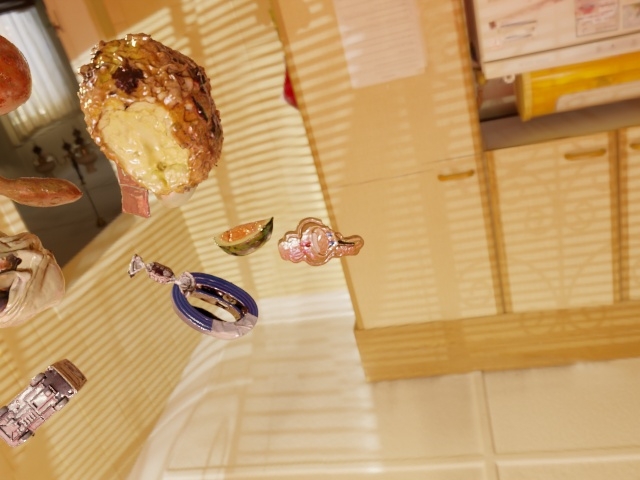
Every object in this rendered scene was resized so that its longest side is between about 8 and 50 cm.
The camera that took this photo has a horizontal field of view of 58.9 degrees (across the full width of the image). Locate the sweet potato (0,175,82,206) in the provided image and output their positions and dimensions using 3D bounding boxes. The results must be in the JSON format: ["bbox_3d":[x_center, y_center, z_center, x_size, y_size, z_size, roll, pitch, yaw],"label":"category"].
[{"bbox_3d":[-0.982,-0.170,1.877,0.109,0.109,0.385,9,-178,42],"label":"sweet potato"}]

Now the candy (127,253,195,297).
[{"bbox_3d":[-0.495,0.110,1.777,0.226,0.051,0.094,23,-130,1],"label":"candy"}]

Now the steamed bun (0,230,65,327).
[{"bbox_3d":[-0.891,0.106,1.567,0.320,0.275,0.206,10,-176,-6],"label":"steamed bun"}]

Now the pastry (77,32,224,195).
[{"bbox_3d":[-0.404,-0.329,1.428,0.292,0.405,0.337,-17,-137,18],"label":"pastry"}]

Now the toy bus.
[{"bbox_3d":[-0.925,0.531,1.872,0.289,0.139,0.157,-44,-176,2],"label":"toy bus"}]

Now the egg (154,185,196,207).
[{"bbox_3d":[-0.590,-0.254,2.303,0.186,0.253,0.186,7,167,2],"label":"egg"}]

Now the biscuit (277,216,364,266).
[{"bbox_3d":[0.002,0.009,2.102,0.319,0.183,0.047,9,-164,-10],"label":"biscuit"}]

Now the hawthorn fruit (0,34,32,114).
[{"bbox_3d":[-1.113,-0.536,1.850,0.316,0.316,0.316,-13,-155,6],"label":"hawthorn fruit"}]

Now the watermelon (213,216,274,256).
[{"bbox_3d":[-0.266,-0.011,1.967,0.245,0.063,0.119,-19,-131,20],"label":"watermelon"}]

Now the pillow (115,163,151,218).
[{"bbox_3d":[-0.669,-0.196,2.031,0.126,0.232,0.043,10,-155,23],"label":"pillow"}]

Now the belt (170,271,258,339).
[{"bbox_3d":[-0.414,0.255,2.194,0.212,0.347,0.117,-68,-168,-23],"label":"belt"}]
